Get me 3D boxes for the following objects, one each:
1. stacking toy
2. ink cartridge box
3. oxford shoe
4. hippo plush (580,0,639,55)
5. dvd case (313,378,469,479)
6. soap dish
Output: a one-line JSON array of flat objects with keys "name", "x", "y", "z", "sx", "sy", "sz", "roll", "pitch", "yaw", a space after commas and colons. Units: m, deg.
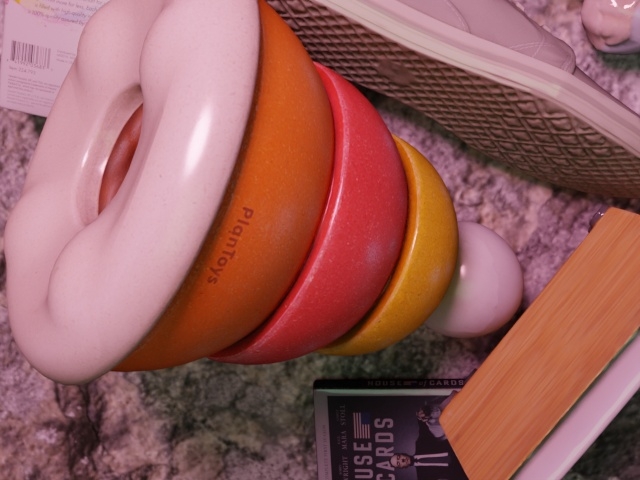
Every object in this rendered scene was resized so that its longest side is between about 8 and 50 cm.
[{"name": "stacking toy", "x": 0.000, "y": 0.000, "z": 0.768, "sx": 0.479, "sy": 0.351, "sz": 0.351, "roll": 22, "pitch": 111, "yaw": -33}, {"name": "ink cartridge box", "x": -0.224, "y": -0.233, "z": 0.825, "sx": 0.134, "sy": 0.078, "sz": 0.231, "roll": 12, "pitch": 109, "yaw": 0}, {"name": "oxford shoe", "x": 0.145, "y": -0.172, "z": 0.783, "sx": 0.449, "sy": 0.169, "sz": 0.130, "roll": 27, "pitch": 73, "yaw": -5}, {"name": "hippo plush", "x": 0.332, "y": -0.233, "z": 0.690, "sx": 0.234, "sy": 0.236, "sz": 0.294, "roll": -36, "pitch": 101, "yaw": 15}, {"name": "dvd case", "x": 0.114, "y": 0.242, "z": 0.975, "sx": 0.238, "sy": 0.029, "sz": 0.180, "roll": -2, "pitch": 107, "yaw": 5}, {"name": "soap dish", "x": 0.239, "y": 0.097, "z": 0.808, "sx": 0.118, "sy": 0.229, "sz": 0.291, "roll": 40, "pitch": 101, "yaw": 14}]
